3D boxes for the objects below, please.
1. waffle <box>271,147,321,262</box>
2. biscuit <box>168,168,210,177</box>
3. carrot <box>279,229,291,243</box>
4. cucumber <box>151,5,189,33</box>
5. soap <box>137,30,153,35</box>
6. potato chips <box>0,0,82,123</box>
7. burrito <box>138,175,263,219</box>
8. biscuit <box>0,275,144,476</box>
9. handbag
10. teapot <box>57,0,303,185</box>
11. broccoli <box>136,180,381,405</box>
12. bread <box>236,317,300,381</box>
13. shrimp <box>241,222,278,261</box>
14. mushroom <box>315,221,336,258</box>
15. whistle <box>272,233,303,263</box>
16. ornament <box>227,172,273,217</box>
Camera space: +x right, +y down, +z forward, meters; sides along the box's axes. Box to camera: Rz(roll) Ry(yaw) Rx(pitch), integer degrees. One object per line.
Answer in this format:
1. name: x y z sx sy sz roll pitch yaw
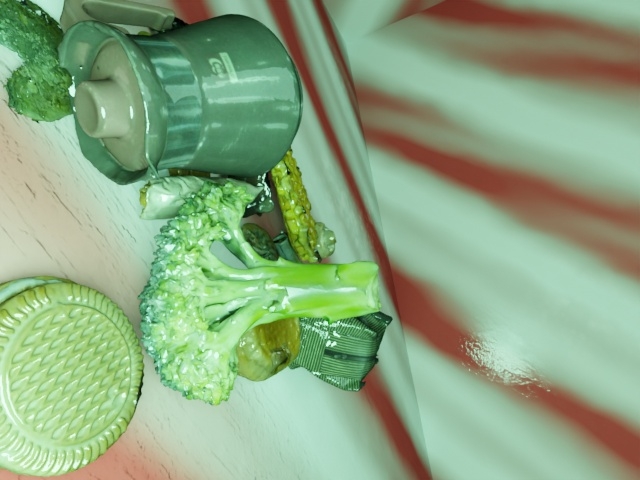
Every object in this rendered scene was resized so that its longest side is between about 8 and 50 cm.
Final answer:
1. waffle: -0.084 -0.127 1.299 0.382 0.095 0.379 -103 178 -70
2. biscuit: -0.304 -0.256 0.950 0.208 0.041 0.290 -36 120 -68
3. carrot: -0.103 0.028 1.355 0.035 0.035 0.142 -68 143 -59
4. cucumber: -0.334 -0.520 1.084 0.245 0.067 0.067 -9 84 -68
5. soap: -0.377 -0.399 0.917 0.089 0.045 0.140 51 31 -42
6. potato chips: -0.455 -0.290 0.663 0.202 0.029 0.219 11 64 -71
7. burrito: -0.256 -0.093 0.918 0.076 0.117 0.392 61 21 3
8. biscuit: -0.346 0.169 0.550 0.259 0.079 0.259 -15 90 -70
9. handbag: 0.066 0.290 1.261 0.341 0.240 0.247 -7 111 -70
10. teapot: -0.251 -0.271 0.740 0.376 0.305 0.362 55 38 6
11. broccoli: -0.121 0.129 0.726 0.397 0.353 0.275 26 16 -6
12. bread: -0.149 0.210 0.965 0.244 0.134 0.244 -13 90 -67
13. shrimp: -0.169 0.078 1.125 0.169 0.058 0.295 42 34 -44
14. mushroom: 0.000 0.000 1.527 0.148 0.112 0.148 -17 90 -78
15. whistle: -0.064 0.122 1.353 0.326 0.057 0.068 64 26 -28
16. ornament: -0.187 -0.196 1.217 0.260 0.106 0.251 -68 147 -80
